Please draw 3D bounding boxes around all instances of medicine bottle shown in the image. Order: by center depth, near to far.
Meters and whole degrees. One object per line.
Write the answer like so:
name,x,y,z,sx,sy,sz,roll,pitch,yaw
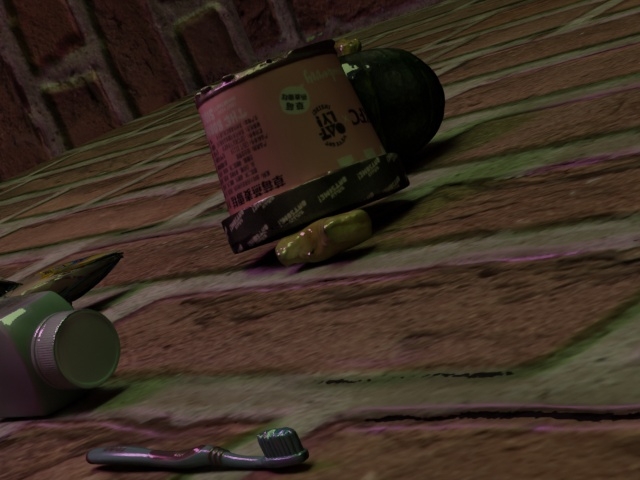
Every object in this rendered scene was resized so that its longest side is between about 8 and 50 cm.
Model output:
medicine bottle,-0.186,0.075,1.025,0.055,0.074,0.118,-30,13,-39

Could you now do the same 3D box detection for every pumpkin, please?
pumpkin,0.030,-0.119,1.419,0.167,0.125,0.167,-31,4,2

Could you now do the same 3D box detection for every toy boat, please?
toy boat,-0.264,0.054,1.326,0.210,0.066,0.084,-25,12,-16

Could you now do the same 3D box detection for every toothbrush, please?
toothbrush,-0.069,0.107,0.777,0.013,0.019,0.193,-31,12,-38

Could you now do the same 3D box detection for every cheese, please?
cheese,0.000,0.000,1.128,0.044,0.030,0.083,-13,-4,-44

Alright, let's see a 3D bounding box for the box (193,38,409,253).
box,-0.022,-0.077,1.222,0.151,0.135,0.151,-21,-3,-1
